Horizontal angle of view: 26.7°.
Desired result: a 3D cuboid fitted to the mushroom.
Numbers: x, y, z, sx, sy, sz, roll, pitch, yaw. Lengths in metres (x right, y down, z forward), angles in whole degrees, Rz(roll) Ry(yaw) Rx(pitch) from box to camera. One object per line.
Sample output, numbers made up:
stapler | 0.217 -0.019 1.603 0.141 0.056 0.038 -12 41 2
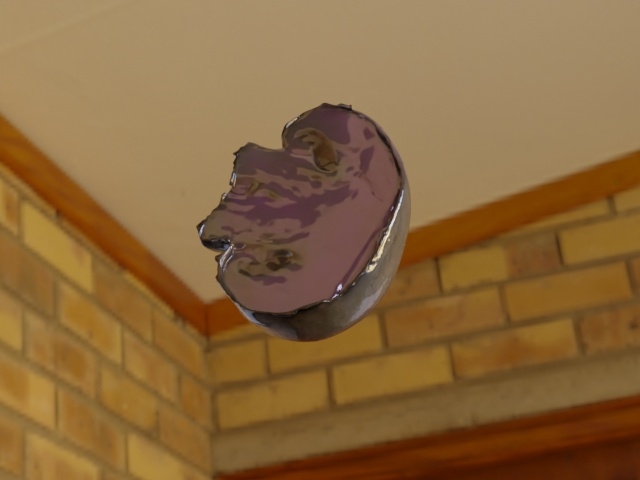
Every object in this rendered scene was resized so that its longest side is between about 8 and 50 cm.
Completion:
mushroom | 0.000 0.000 1.019 0.141 0.188 0.117 7 -35 31
